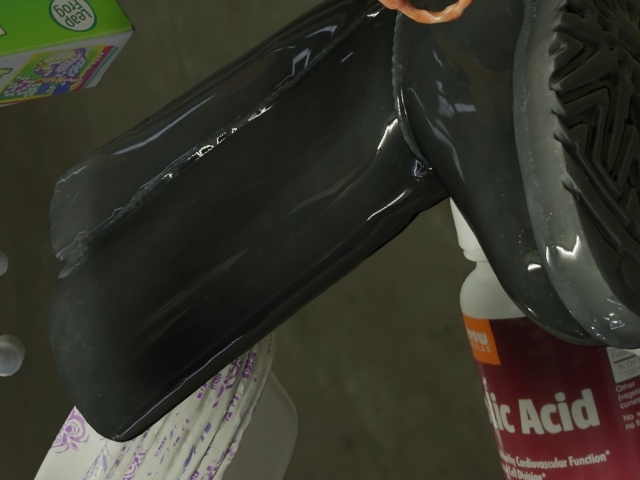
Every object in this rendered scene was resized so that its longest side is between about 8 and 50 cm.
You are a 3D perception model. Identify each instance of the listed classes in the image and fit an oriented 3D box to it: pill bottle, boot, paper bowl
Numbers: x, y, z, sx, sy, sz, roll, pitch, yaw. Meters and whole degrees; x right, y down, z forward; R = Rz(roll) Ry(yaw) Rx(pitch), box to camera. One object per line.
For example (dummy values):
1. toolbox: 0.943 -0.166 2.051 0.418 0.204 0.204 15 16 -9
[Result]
1. pill bottle: 0.273 0.118 1.901 0.224 0.224 0.392 4 112 63
2. boot: 0.000 -0.001 1.067 0.445 0.367 0.146 -30 124 30
3. paper bowl: -0.125 0.181 1.463 0.148 0.284 0.284 33 157 -10

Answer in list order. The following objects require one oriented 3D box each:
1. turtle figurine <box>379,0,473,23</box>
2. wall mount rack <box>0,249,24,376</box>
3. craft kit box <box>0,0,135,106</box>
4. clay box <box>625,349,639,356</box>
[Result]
1. turtle figurine: 0.041 -0.149 0.517 0.269 0.217 0.087 48 -143 -44
2. wall mount rack: -0.237 0.127 0.999 0.304 0.130 0.350 -147 67 -73
3. craft kit box: -0.246 -0.161 0.833 0.246 0.250 0.061 59 139 17
4. clay box: 0.242 -0.030 1.121 0.127 0.222 0.053 23 161 26
